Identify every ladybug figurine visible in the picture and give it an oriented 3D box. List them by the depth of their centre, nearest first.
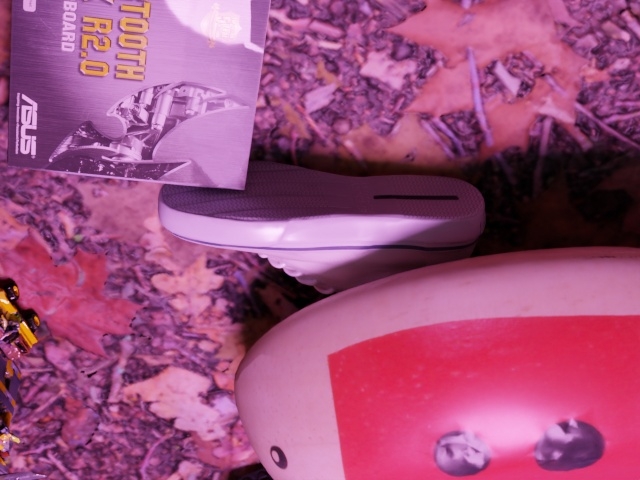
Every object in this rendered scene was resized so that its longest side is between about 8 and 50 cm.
[{"bbox_3d":[0.153,0.134,1.209,0.449,0.162,0.305,-12,149,11],"label":"ladybug figurine"}]

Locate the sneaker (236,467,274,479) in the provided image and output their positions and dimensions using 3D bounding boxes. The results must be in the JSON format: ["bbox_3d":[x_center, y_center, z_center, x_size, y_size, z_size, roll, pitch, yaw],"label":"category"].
[{"bbox_3d":[0.026,0.272,1.397,0.234,0.084,0.097,6,127,-7],"label":"sneaker"}]

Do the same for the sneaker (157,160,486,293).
[{"bbox_3d":[0.000,0.000,1.192,0.258,0.094,0.091,5,124,-5],"label":"sneaker"}]

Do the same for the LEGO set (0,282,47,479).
[{"bbox_3d":[-0.399,0.145,1.221,0.331,0.192,0.255,-13,126,7],"label":"LEGO set"}]

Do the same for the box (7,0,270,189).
[{"bbox_3d":[-0.131,-0.151,1.100,0.183,0.056,0.231,7,126,-6],"label":"box"}]
